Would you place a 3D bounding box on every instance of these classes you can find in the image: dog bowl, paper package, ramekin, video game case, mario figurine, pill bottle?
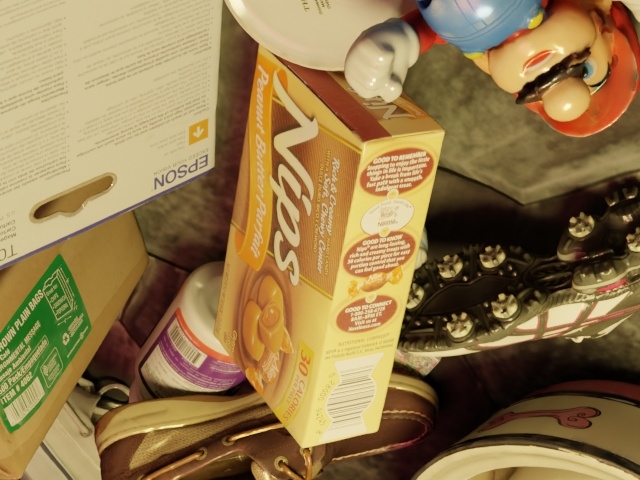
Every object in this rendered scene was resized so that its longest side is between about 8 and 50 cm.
[{"bbox_3d":[0.281,0.309,1.814,0.408,0.150,0.408,19,133,22],"label":"dog bowl"},{"bbox_3d":[-0.366,0.058,1.835,0.309,0.325,0.168,-2,127,27],"label":"paper package"},{"bbox_3d":[0.009,-0.236,1.543,0.207,0.109,0.207,14,132,16],"label":"ramekin"},{"bbox_3d":[0.056,0.124,1.896,0.087,0.011,0.122,34,135,-4],"label":"video game case"},{"bbox_3d":[0.144,-0.162,1.428,0.198,0.170,0.320,8,165,45],"label":"mario figurine"},{"bbox_3d":[-0.122,0.116,1.911,0.108,0.108,0.193,34,135,-3],"label":"pill bottle"}]

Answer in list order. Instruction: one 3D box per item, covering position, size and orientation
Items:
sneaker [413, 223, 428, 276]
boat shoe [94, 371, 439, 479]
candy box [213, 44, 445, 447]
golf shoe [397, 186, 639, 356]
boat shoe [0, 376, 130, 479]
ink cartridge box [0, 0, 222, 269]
[{"bbox_3d":[0.035,0.027,1.789,0.085,0.086,0.237,11,151,-21],"label":"sneaker"},{"bbox_3d":[-0.048,0.213,1.860,0.342,0.123,0.123,-6,145,-4],"label":"boat shoe"},{"bbox_3d":[0.000,0.000,1.662,0.183,0.087,0.316,47,136,44],"label":"candy box"},{"bbox_3d":[0.193,0.057,1.669,0.273,0.105,0.120,-19,137,16],"label":"golf shoe"},{"bbox_3d":[-0.275,0.205,2.053,0.367,0.156,0.136,46,146,26],"label":"boat shoe"},{"bbox_3d":[-0.227,-0.143,1.602,0.071,0.324,0.330,41,142,32],"label":"ink cartridge box"}]
